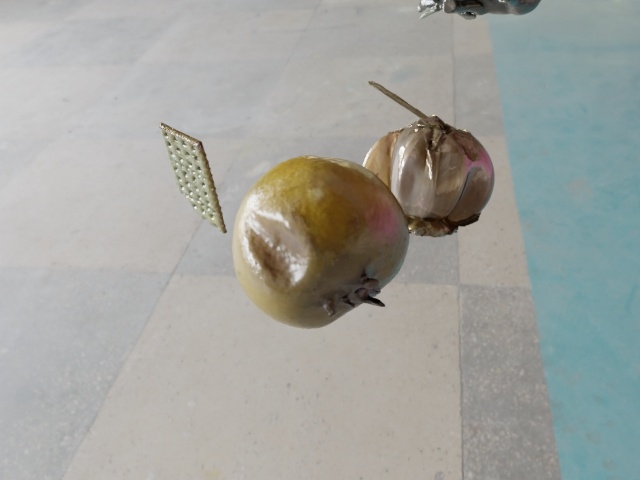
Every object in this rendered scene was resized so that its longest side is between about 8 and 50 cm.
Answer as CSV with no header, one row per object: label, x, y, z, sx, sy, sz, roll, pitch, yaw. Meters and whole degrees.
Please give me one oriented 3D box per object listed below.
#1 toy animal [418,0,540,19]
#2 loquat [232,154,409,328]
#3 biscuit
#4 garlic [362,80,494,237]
toy animal,0.249,-0.412,1.042,0.269,0.082,0.137,6,11,39
loquat,-0.005,0.002,0.735,0.213,0.213,0.213,-4,37,3
biscuit,-0.241,-0.118,1.172,0.144,0.203,0.016,30,53,34
garlic,0.132,-0.102,0.930,0.207,0.257,0.207,-20,53,29
